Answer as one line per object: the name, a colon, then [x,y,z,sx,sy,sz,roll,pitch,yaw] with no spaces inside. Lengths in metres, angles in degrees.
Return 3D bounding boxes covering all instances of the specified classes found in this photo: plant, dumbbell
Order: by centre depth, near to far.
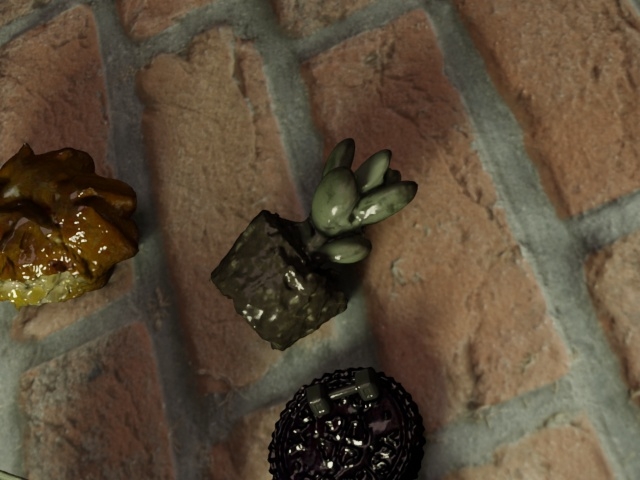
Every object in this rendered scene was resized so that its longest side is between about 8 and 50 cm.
dumbbell: [0.026,0.170,1.330,0.083,0.036,0.040,-19,53,12]
plant: [0.001,0.002,1.451,0.146,0.149,0.274,40,84,19]

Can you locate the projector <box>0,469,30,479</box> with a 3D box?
projector: [-0.297,0.409,1.255,0.248,0.249,0.248,7,64,38]

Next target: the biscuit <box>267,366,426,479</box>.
biscuit: [0.028,0.233,1.348,0.194,0.053,0.195,-12,56,18]

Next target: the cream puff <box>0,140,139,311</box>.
cream puff: [-0.385,-0.012,1.644,0.269,0.155,0.241,-37,57,-8]
